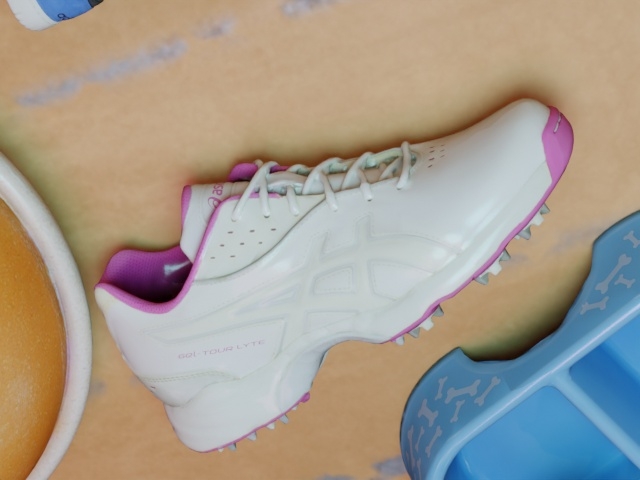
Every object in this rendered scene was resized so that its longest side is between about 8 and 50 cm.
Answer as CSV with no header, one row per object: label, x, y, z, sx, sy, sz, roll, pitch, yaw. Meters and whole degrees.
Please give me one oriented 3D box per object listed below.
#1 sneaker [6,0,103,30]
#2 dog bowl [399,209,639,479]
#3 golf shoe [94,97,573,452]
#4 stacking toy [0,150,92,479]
sneaker,-0.154,-0.190,0.895,0.085,0.058,0.152,-19,119,19
dog bowl,0.180,0.103,1.016,0.297,0.074,0.166,-40,108,20
golf shoe,0.000,0.000,0.956,0.306,0.115,0.140,-36,106,18
stacking toy,-0.322,0.140,0.838,0.351,0.480,0.350,1,117,2
